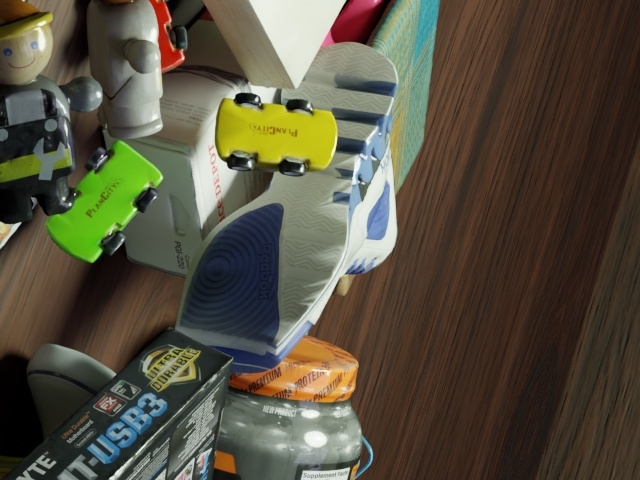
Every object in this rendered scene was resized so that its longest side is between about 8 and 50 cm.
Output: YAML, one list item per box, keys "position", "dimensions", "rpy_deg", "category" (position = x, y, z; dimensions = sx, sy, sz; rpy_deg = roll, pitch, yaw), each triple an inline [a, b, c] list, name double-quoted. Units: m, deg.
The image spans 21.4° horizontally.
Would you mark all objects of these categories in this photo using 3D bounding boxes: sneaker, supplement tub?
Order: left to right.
- position: [-0.197, 0.185, 1.435]
  dimensions: [0.258, 0.094, 0.091]
  rpy_deg: [77, 30, -52]
  category: "sneaker"
- position: [-0.081, 0.257, 1.613]
  dimensions: [0.207, 0.207, 0.338]
  rpy_deg: [-4, 109, -68]
  category: "supplement tub"
- position: [0.000, -0.001, 1.511]
  dimensions: [0.182, 0.127, 0.315]
  rpy_deg: [70, 39, -55]
  category: "sneaker"

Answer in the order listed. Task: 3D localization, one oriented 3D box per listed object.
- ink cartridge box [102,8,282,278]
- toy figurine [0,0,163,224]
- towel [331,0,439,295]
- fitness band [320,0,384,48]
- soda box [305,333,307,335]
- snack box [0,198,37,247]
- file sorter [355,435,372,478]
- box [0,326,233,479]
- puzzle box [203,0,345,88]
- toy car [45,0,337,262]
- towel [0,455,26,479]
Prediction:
- position: [-0.094, -0.093, 1.512]
  dimensions: [0.158, 0.092, 0.218]
  rpy_deg: [85, 27, -42]
  category: "ink cartridge box"
- position: [-0.210, -0.120, 1.045]
  dimensions: [0.213, 0.210, 0.148]
  rpy_deg: [-46, 139, -53]
  category: "toy figurine"
- position: [0.069, -0.140, 1.862]
  dimensions: [0.370, 0.040, 0.271]
  rpy_deg: [-61, 159, -56]
  category: "towel"
- position: [0.022, -0.305, 1.693]
  dimensions: [0.291, 0.054, 0.209]
  rpy_deg: [87, 28, -52]
  category: "fitness band"
- position: [-0.043, 0.070, 1.795]
  dimensions: [0.063, 0.058, 0.183]
  rpy_deg: [12, 94, -70]
  category: "soda box"
- position: [-0.250, -0.022, 1.265]
  dimensions: [0.064, 0.022, 0.178]
  rpy_deg: [82, 31, -45]
  category: "snack box"
- position: [-0.035, 0.233, 1.794]
  dimensions: [0.118, 0.104, 0.170]
  rpy_deg: [-45, 165, 17]
  category: "file sorter"
- position: [-0.181, 0.260, 1.303]
  dimensions: [0.295, 0.073, 0.293]
  rpy_deg: [-45, 154, -50]
  category: "box"
- position: [-0.059, -0.355, 1.360]
  dimensions: [0.272, 0.052, 0.409]
  rpy_deg: [-63, 143, -31]
  category: "puzzle box"
- position: [-0.135, -0.077, 1.346]
  dimensions: [0.225, 0.239, 0.053]
  rpy_deg: [-51, -177, -13]
  category: "toy car"
- position: [-0.276, 0.205, 1.243]
  dimensions: [0.237, 0.102, 0.021]
  rpy_deg: [-26, 114, -63]
  category: "towel"
